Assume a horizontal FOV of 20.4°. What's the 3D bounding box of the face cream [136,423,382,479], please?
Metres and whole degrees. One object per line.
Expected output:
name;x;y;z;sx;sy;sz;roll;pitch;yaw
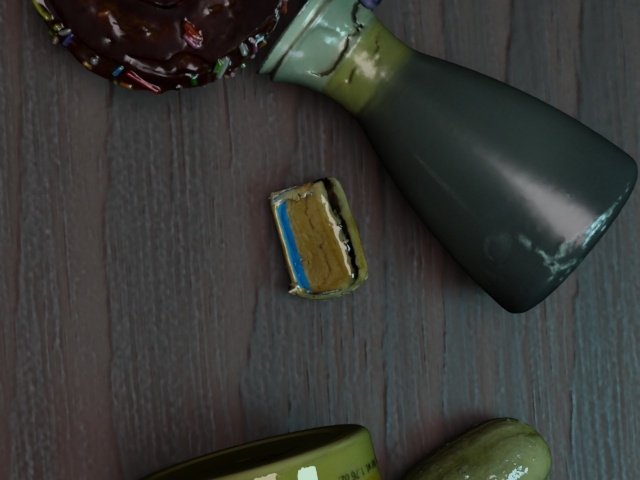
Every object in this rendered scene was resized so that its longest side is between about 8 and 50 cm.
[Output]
face cream;-0.042;0.266;1.477;0.218;0.218;0.179;-15;90;-11

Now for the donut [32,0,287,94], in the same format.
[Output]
donut;-0.131;-0.238;1.517;0.235;0.089;0.235;1;96;7

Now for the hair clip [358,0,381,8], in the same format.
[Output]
hair clip;0.002;-0.299;1.494;0.090;0.278;0.137;-41;139;5

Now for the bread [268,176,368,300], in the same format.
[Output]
bread;0.000;0.000;1.580;0.072;0.053;0.106;-16;89;12

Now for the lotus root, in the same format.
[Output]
lotus root;0.121;0.224;1.576;0.183;0.090;0.077;-32;122;-8

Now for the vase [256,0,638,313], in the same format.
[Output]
vase;0.105;-0.098;1.552;0.321;0.173;0.173;40;82;-2
